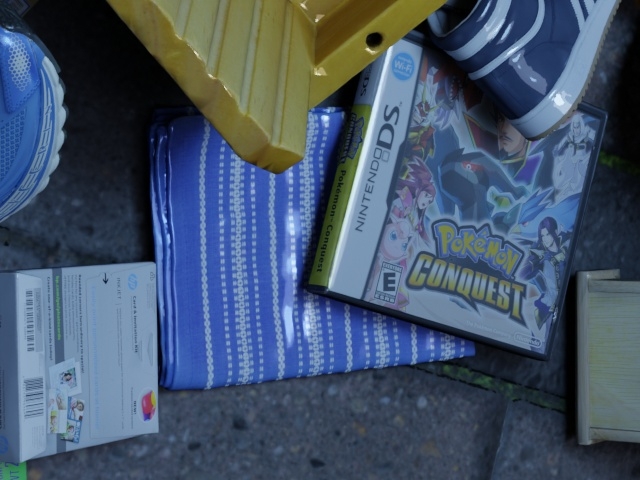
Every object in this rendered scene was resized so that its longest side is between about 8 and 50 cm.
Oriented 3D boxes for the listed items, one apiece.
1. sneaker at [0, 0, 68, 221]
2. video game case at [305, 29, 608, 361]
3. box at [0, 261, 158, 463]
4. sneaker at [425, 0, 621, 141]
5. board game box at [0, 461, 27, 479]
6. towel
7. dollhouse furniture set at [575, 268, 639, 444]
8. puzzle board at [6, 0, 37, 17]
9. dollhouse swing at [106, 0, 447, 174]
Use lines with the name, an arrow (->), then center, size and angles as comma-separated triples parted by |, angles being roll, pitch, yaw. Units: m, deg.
sneaker -> -0.295, -0.032, 1.226 | 0.130, 0.330, 0.147 | 44, 29, 13
video game case -> 0.132, -0.040, 1.622 | 0.275, 0.035, 0.248 | 18, 83, -34
box -> -0.194, 0.092, 1.405 | 0.186, 0.038, 0.145 | -4, 94, -60
sneaker -> 0.187, -0.233, 1.615 | 0.153, 0.099, 0.282 | 39, 46, -18
board game box -> -0.377, 0.201, 1.327 | 0.316, 0.064, 0.242 | -4, 93, -32
towel -> 0.000, 0.000, 1.573 | 0.336, 0.040, 0.243 | -4, 94, -32
dollhouse furniture set -> 0.464, 0.113, 1.800 | 0.394, 0.256, 0.362 | -3, 93, -53
puzzle board -> -0.259, -0.229, 1.425 | 0.096, 0.011, 0.128 | 49, 68, -24
dollhouse swing -> -0.025, -0.280, 1.374 | 0.315, 0.305, 0.347 | -38, 112, 4
